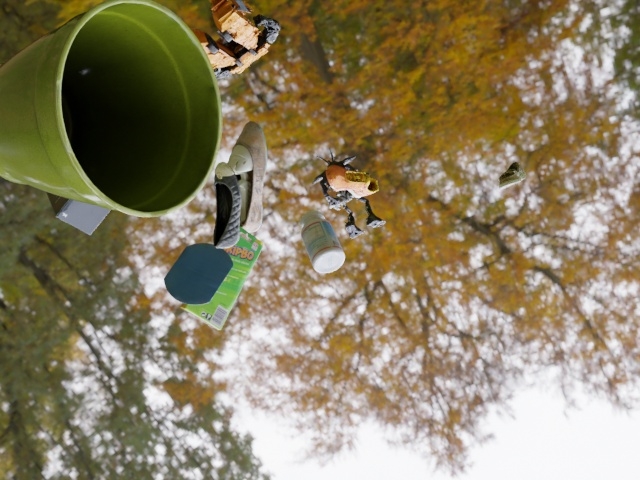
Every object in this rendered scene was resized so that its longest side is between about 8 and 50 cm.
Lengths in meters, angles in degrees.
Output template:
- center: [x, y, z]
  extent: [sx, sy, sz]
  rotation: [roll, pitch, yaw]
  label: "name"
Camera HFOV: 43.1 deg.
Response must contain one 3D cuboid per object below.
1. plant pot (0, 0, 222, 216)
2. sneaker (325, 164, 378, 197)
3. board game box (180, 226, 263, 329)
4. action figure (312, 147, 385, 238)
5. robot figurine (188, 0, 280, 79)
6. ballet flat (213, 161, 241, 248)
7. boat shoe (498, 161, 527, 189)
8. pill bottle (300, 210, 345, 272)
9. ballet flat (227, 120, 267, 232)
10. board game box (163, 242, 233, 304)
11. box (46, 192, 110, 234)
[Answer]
- center: [-0.432, -0.225, 1.459]
  extent: [0.353, 0.366, 0.366]
  rotation: [1, -142, 35]
  label: "plant pot"
- center: [0.071, -0.142, 1.836]
  extent: [0.068, 0.064, 0.175]
  rotation: [-20, 164, 32]
  label: "sneaker"
- center: [-0.250, 0.088, 2.095]
  extent: [0.039, 0.124, 0.259]
  rotation: [8, -114, 52]
  label: "board game box"
- center: [0.083, -0.145, 2.476]
  extent: [0.164, 0.275, 0.141]
  rotation: [-29, 163, 14]
  label: "action figure"
- center: [-0.203, -0.443, 1.777]
  extent: [0.211, 0.085, 0.291]
  rotation: [-34, 174, 12]
  label: "robot figurine"
- center: [-0.184, -0.066, 1.561]
  extent: [0.058, 0.173, 0.049]
  rotation: [15, -155, 40]
  label: "ballet flat"
- center: [0.471, -0.162, 2.012]
  extent: [0.056, 0.048, 0.153]
  rotation: [-23, -179, 34]
  label: "boat shoe"
- center: [0.000, 0.000, 2.091]
  extent: [0.087, 0.087, 0.160]
  rotation: [-25, -131, 3]
  label: "pill bottle"
- center: [-0.209, -0.167, 2.225]
  extent: [0.108, 0.315, 0.106]
  rotation: [13, -160, 41]
  label: "ballet flat"
- center: [-0.290, 0.085, 1.942]
  extent: [0.133, 0.033, 0.168]
  rotation: [22, -118, 17]
  label: "board game box"
- center: [-0.496, -0.123, 1.731]
  extent: [0.156, 0.093, 0.158]
  rotation: [-49, -141, 6]
  label: "box"
